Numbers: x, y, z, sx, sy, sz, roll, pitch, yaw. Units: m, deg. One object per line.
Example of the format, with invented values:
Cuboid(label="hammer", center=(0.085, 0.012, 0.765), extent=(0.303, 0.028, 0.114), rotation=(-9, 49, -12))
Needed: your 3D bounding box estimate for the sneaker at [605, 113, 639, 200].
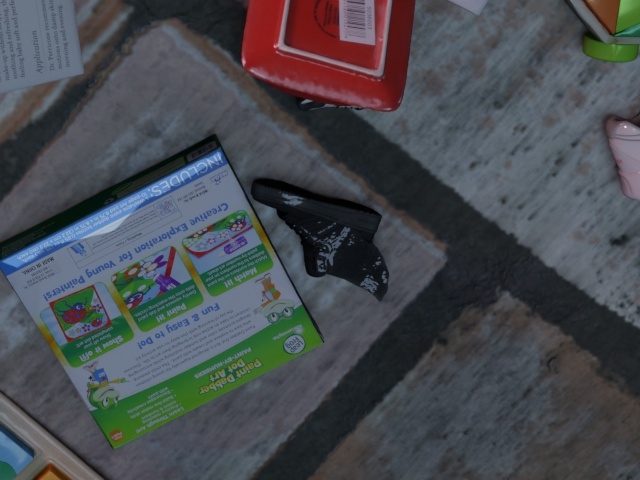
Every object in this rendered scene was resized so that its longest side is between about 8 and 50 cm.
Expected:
Cuboid(label="sneaker", center=(0.400, -0.137, 1.571), extent=(0.232, 0.090, 0.115), rotation=(-29, 110, -1))

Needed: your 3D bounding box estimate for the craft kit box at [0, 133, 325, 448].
Cuboid(label="craft kit box", center=(-0.158, 0.055, 1.551), extent=(0.250, 0.061, 0.246), rotation=(-26, 112, 0))

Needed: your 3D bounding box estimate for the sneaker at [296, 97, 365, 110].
Cuboid(label="sneaker", center=(0.030, -0.143, 1.515), extent=(0.109, 0.040, 0.043), rotation=(-17, 117, -4))

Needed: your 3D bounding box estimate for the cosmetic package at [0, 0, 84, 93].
Cuboid(label="cosmetic package", center=(-0.403, -0.205, 1.283), extent=(0.366, 0.155, 0.196), rotation=(-14, 115, -24))

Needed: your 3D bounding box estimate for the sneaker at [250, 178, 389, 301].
Cuboid(label="sneaker", center=(-0.001, -0.001, 1.561), extent=(0.170, 0.051, 0.089), rotation=(15, 104, -20))

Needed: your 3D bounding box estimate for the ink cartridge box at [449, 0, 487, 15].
Cuboid(label="ink cartridge box", center=(0.103, -0.376, 1.348), extent=(0.198, 0.197, 0.270), rotation=(24, 106, -19))

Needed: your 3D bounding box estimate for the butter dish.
Cuboid(label="butter dish", center=(-0.003, -0.190, 1.454), extent=(0.160, 0.118, 0.160), rotation=(13, 67, -14))

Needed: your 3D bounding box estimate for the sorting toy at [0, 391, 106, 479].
Cuboid(label="sorting toy", center=(-0.343, 0.278, 1.611), extent=(0.193, 0.038, 0.208), rotation=(-43, 114, 7))

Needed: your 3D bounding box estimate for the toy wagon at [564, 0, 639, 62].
Cuboid(label="toy wagon", center=(0.398, -0.308, 1.509), extent=(0.344, 0.068, 0.267), rotation=(-1, 112, -11))
